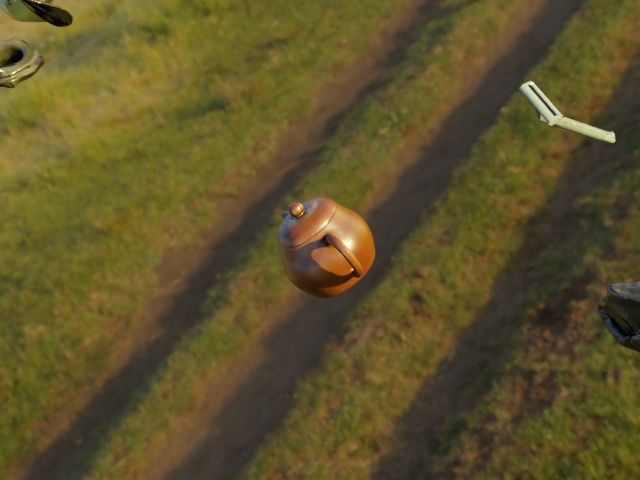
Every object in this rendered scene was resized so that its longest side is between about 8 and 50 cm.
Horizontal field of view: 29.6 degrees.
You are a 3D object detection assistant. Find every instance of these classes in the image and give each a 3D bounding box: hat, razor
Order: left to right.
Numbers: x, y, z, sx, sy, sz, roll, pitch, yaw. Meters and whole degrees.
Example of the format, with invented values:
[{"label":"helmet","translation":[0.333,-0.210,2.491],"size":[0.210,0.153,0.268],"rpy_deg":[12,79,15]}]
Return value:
[{"label":"hat","translation":[-0.316,-0.279,1.323],"size":[0.050,0.121,0.121],"rpy_deg":[-60,24,0]},{"label":"razor","translation":[0.380,-0.176,1.822],"size":[0.036,0.211,0.084],"rpy_deg":[-48,51,22]}]

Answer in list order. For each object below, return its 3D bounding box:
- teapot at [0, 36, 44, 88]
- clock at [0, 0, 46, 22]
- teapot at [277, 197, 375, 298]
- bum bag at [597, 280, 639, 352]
[{"label":"teapot","translation":[-0.470,-0.193,1.445],"size":[0.269,0.173,0.182],"rpy_deg":[-2,35,6]},{"label":"clock","translation":[-0.337,-0.392,1.471],"size":[0.069,0.170,0.232],"rpy_deg":[-7,-31,-51]},{"label":"teapot","translation":[0.000,0.000,1.382],"size":[0.116,0.116,0.173],"rpy_deg":[-35,22,-12]},{"label":"bum bag","translation":[0.401,0.082,1.085],"size":[0.340,0.144,0.095],"rpy_deg":[12,75,39]}]
